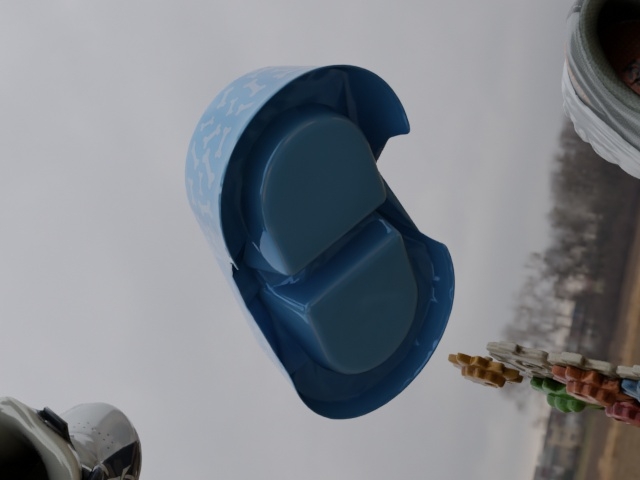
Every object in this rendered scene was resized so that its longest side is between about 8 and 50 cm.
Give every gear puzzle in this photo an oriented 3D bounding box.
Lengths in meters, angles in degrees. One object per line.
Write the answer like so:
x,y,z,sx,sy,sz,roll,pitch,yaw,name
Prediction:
0.263,0.159,1.156,0.175,0.339,0.044,31,-106,-40,gear puzzle

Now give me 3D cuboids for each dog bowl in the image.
0.000,0.000,0.812,0.166,0.074,0.297,-39,-50,-21,dog bowl

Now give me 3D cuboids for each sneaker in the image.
-0.157,0.137,0.651,0.153,0.094,0.235,-64,-9,31,sneaker
0.225,-0.041,0.540,0.100,0.271,0.108,-52,-27,-1,sneaker
